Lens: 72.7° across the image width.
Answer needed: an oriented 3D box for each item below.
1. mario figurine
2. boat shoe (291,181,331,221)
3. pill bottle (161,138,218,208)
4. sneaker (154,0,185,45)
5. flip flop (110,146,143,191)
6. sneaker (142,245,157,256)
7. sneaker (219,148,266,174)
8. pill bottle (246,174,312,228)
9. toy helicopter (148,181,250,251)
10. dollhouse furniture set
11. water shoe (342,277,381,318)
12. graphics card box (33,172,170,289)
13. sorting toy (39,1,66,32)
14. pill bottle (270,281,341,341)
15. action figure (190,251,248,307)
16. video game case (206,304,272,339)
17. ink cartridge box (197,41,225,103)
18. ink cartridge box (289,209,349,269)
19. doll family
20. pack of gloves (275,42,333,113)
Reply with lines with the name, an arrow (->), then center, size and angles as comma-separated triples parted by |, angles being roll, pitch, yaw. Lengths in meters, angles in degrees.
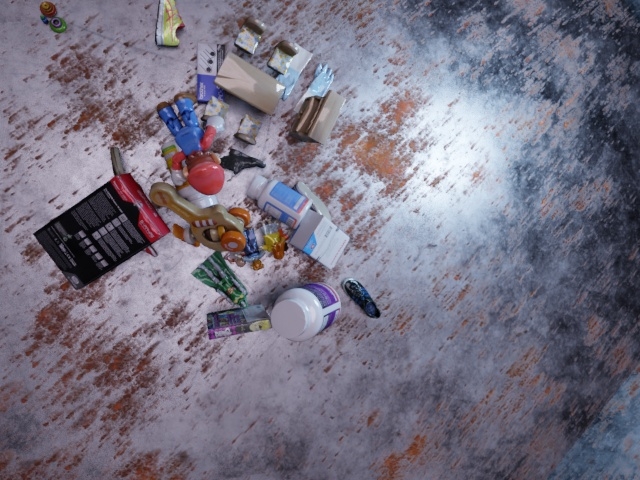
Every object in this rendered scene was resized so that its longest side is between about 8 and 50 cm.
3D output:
mario figurine -> -0.402, -0.295, 1.406 | 0.170, 0.198, 0.320 | -23, 90, -47
boat shoe -> -0.039, -0.135, 1.685 | 0.065, 0.075, 0.206 | -31, 110, 31
pill bottle -> -0.447, -0.228, 1.516 | 0.136, 0.136, 0.245 | -21, 97, -14
sneaker -> -0.518, -0.777, 1.513 | 0.094, 0.081, 0.208 | 6, 97, -23
flip flop -> -0.654, -0.184, 1.488 | 0.080, 0.112, 0.277 | -14, 90, -29
sneaker -> -0.632, 0.028, 1.524 | 0.067, 0.042, 0.118 | -43, 94, -14
sneaker -> -0.294, -0.277, 1.604 | 0.170, 0.051, 0.089 | 23, 86, -10
pill bottle -> -0.153, -0.147, 1.599 | 0.221, 0.124, 0.124 | 32, 83, -1
toy helicopter -> -0.422, -0.070, 1.452 | 0.355, 0.235, 0.140 | 40, 38, -37
dollhouse furniture set -> -0.155, -0.494, 1.489 | 0.394, 0.256, 0.362 | 25, 93, -24
water shoe -> 0.172, 0.228, 1.734 | 0.073, 0.080, 0.203 | -45, 102, -10
graphics card box -> -0.703, -0.026, 1.407 | 0.371, 0.094, 0.233 | -31, 101, 11
sorting toy -> -0.885, -0.735, 1.425 | 0.061, 0.042, 0.102 | -33, 100, -12
pill bottle -> -0.053, 0.250, 1.535 | 0.181, 0.323, 0.181 | 0, 90, 19
action figure -> -0.347, 0.160, 1.596 | 0.137, 0.063, 0.232 | -42, 98, 2
video game case -> -0.291, 0.282, 1.530 | 0.210, 0.232, 0.041 | -8, 96, -16
ink cartridge box -> -0.393, -0.598, 1.564 | 0.097, 0.046, 0.207 | 0, 92, -15
ink cartridge box -> 0.000, 0.000, 1.627 | 0.148, 0.086, 0.203 | -59, 141, -6
doll family -> -0.224, 0.021, 1.596 | 0.263, 0.118, 0.163 | -21, 95, -12
pack of gloves -> -0.063, -0.609, 1.656 | 0.195, 0.046, 0.232 | 28, 84, -16
